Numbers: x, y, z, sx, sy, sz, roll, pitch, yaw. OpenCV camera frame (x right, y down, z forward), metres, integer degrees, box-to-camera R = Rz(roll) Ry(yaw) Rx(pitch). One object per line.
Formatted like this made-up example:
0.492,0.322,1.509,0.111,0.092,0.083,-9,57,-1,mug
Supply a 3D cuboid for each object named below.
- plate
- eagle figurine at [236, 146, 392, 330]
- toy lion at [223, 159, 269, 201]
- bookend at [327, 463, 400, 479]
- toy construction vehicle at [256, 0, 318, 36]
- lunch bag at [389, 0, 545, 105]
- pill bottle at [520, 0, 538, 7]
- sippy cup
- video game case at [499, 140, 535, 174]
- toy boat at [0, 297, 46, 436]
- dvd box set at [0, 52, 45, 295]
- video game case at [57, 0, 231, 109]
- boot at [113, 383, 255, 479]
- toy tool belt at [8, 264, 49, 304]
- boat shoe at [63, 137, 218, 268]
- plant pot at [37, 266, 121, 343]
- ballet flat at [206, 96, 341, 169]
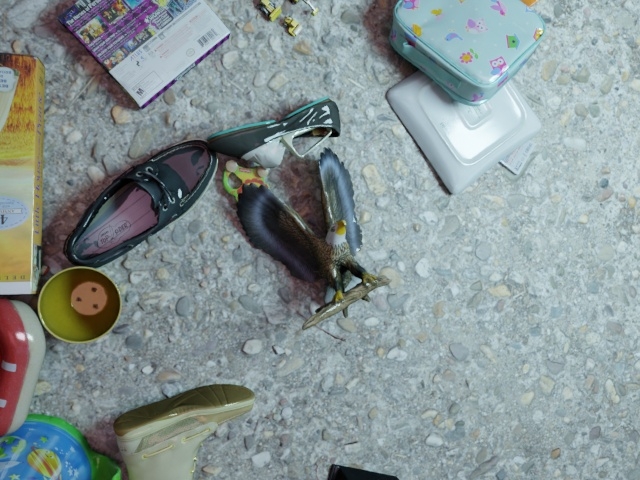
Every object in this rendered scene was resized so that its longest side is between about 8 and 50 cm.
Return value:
0.328,-0.287,1.146,0.278,0.045,0.277,-37,97,-9,plate
0.005,-0.006,1.028,0.226,0.225,0.298,-6,57,-52,eagle figurine
-0.147,-0.108,1.046,0.100,0.034,0.096,9,97,-14,toy lion
0.107,0.536,1.061,0.156,0.157,0.072,17,87,-15,bookend
-0.065,-0.471,1.052,0.098,0.035,0.086,42,82,-12,toy construction vehicle
0.287,-0.425,1.072,0.279,0.108,0.224,43,84,11,lunch bag
0.395,-0.613,1.118,0.130,0.130,0.245,-38,100,-11,pill bottle
-0.515,0.439,0.865,0.305,0.224,0.240,-38,101,-11,sippy cup
0.428,-0.220,1.198,0.122,0.011,0.087,33,84,-13,video game case
-0.563,0.208,0.861,0.151,0.151,0.230,13,94,-50,toy boat
-0.639,-0.113,0.876,0.308,0.062,0.419,0,84,-14,dvd box set
-0.326,-0.401,0.984,0.232,0.042,0.210,-44,101,-10,video game case
-0.245,0.401,1.002,0.262,0.095,0.203,-11,103,-28,boot
-0.534,0.073,0.939,0.051,0.052,0.083,31,83,-22,toy tool belt
-0.325,-0.072,0.956,0.340,0.113,0.127,-37,99,-11,boat shoe
-0.425,0.111,0.944,0.134,0.095,0.134,0,91,-14,plant pot
-0.076,-0.199,1.012,0.281,0.095,0.096,-24,94,-19,ballet flat
